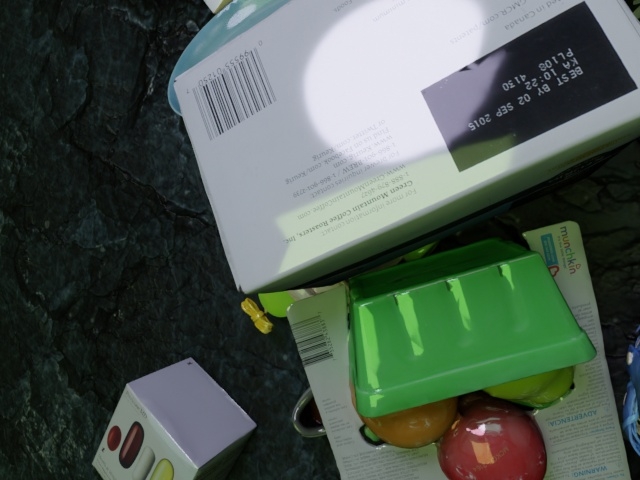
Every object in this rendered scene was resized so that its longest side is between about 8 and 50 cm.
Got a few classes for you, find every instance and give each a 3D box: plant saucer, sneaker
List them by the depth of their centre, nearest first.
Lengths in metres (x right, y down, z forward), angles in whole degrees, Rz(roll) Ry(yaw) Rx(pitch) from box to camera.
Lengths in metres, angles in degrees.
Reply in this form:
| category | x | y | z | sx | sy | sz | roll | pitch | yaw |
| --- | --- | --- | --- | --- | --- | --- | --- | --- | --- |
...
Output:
| category | x | y | z | sx | sy | sz | roll | pitch | yaw |
| --- | --- | --- | --- | --- | --- | --- | --- | --- | --- |
| sneaker | 0.068 | 0.196 | 0.580 | 0.271 | 0.108 | 0.100 | -44 | 72 | 18 |
| plant saucer | -0.084 | -0.284 | 0.602 | 0.317 | 0.044 | 0.318 | -16 | 53 | 22 |

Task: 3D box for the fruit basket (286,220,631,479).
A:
| category | x | y | z | sx | sy | sz | roll | pitch | yaw |
| --- | --- | --- | --- | --- | --- | --- | --- | --- | --- |
| fruit basket | 0.166 | 0.185 | 0.478 | 0.327 | 0.165 | 0.353 | -17 | 105 | 4 |

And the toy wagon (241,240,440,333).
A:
| category | x | y | z | sx | sy | sz | roll | pitch | yaw |
| --- | --- | --- | --- | --- | --- | --- | --- | --- | --- |
| toy wagon | 0.000 | 0.000 | 0.629 | 0.267 | 0.068 | 0.344 | 45 | 112 | 19 |

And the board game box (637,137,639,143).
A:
| category | x | y | z | sx | sy | sz | roll | pitch | yaw |
| --- | --- | --- | --- | --- | --- | --- | --- | --- | --- |
| board game box | 0.429 | -0.097 | 0.421 | 0.126 | 0.026 | 0.186 | -36 | 76 | 25 |

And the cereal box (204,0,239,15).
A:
| category | x | y | z | sx | sy | sz | roll | pitch | yaw |
| --- | --- | --- | --- | --- | --- | --- | --- | --- | --- |
| cereal box | -0.178 | -0.527 | 0.707 | 0.173 | 0.047 | 0.240 | -42 | 73 | 23 |

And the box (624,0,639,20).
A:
| category | x | y | z | sx | sy | sz | roll | pitch | yaw |
| --- | --- | --- | --- | --- | --- | --- | --- | --- | --- |
| box | 0.326 | -0.329 | 0.259 | 0.257 | 0.079 | 0.322 | -2 | 75 | 32 |

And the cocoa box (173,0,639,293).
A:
| category | x | y | z | sx | sy | sz | roll | pitch | yaw |
| --- | --- | --- | --- | --- | --- | --- | --- | --- | --- |
| cocoa box | 0.079 | -0.112 | 0.429 | 0.347 | 0.228 | 0.231 | -25 | 78 | 18 |

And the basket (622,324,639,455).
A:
| category | x | y | z | sx | sy | sz | roll | pitch | yaw |
| --- | --- | --- | --- | --- | --- | --- | --- | --- | --- |
| basket | 0.381 | 0.127 | 0.307 | 0.254 | 0.289 | 0.201 | 11 | 93 | 30 |

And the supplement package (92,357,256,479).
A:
| category | x | y | z | sx | sy | sz | roll | pitch | yaw |
| --- | --- | --- | --- | --- | --- | --- | --- | --- | --- |
| supplement package | -0.262 | 0.366 | 0.738 | 0.194 | 0.149 | 0.203 | 36 | 109 | 22 |
